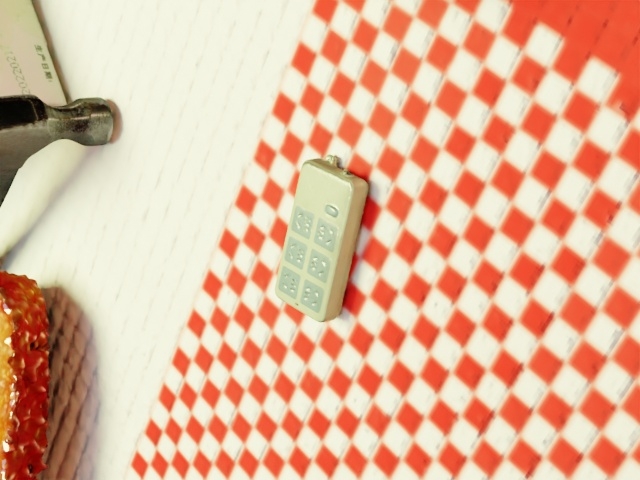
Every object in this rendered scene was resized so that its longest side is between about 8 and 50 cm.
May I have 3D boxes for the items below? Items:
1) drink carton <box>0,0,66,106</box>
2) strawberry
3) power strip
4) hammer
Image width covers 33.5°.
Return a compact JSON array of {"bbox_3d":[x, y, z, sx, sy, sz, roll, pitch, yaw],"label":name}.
[{"bbox_3d":[-0.314,-0.113,0.779,0.271,0.108,0.161,-26,82,41],"label":"drink carton"},{"bbox_3d":[-0.260,0.146,0.784,0.188,0.106,0.286,44,111,23],"label":"strawberry"},{"bbox_3d":[0.000,0.000,0.572,0.040,0.016,0.090,28,116,36],"label":"power strip"},{"bbox_3d":[-0.255,-0.004,0.748,0.290,0.137,0.037,-48,58,46],"label":"hammer"}]
